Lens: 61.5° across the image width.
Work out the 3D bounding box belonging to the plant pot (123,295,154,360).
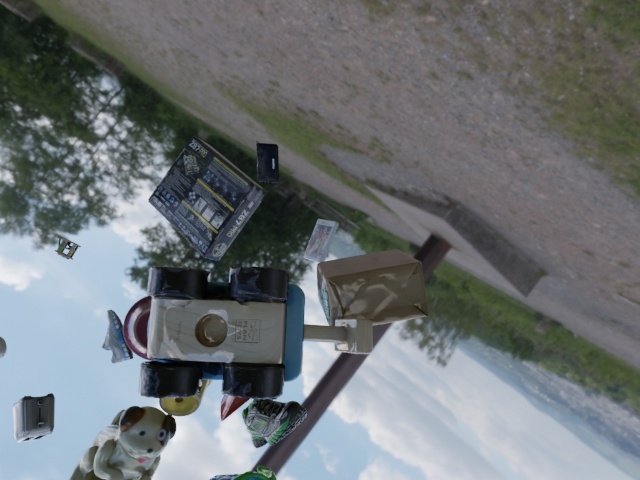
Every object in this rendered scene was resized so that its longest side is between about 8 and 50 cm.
[{"bbox_3d":[-0.480,0.257,1.586,0.201,0.201,0.180,36,164,-8],"label":"plant pot"}]

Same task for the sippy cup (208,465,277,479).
[{"bbox_3d":[-0.307,0.924,1.888,0.306,0.239,0.224,18,159,-40],"label":"sippy cup"}]

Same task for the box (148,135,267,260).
[{"bbox_3d":[-0.428,-0.163,1.996,0.395,0.318,0.097,38,-173,30],"label":"box"}]

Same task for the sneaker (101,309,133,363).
[{"bbox_3d":[-0.699,0.324,1.806,0.071,0.083,0.190,90,156,-67],"label":"sneaker"}]

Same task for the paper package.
[{"bbox_3d":[0.149,0.147,1.696,0.325,0.310,0.168,-131,31,-81],"label":"paper package"}]

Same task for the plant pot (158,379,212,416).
[{"bbox_3d":[-0.570,0.581,2.226,0.254,0.254,0.239,36,-162,-23],"label":"plant pot"}]

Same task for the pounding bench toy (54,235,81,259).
[{"bbox_3d":[-0.929,0.026,1.948,0.083,0.065,0.052,24,167,12],"label":"pounding bench toy"}]

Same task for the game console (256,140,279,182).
[{"bbox_3d":[-0.169,-0.251,1.707,0.107,0.122,0.071,6,-160,21],"label":"game console"}]

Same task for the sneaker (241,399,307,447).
[{"bbox_3d":[-0.167,0.567,1.721,0.146,0.134,0.343,56,140,4],"label":"sneaker"}]

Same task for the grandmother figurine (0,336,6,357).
[{"bbox_3d":[-1.094,0.336,1.539,0.343,0.104,0.208,-8,-138,-38],"label":"grandmother figurine"}]

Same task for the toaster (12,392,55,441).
[{"bbox_3d":[-1.086,0.672,2.033,0.129,0.227,0.146,7,-117,-41],"label":"toaster"}]

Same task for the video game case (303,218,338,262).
[{"bbox_3d":[0.000,0.000,2.489,0.023,0.201,0.183,23,176,-27],"label":"video game case"}]

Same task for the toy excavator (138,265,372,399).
[{"bbox_3d":[-0.101,0.182,1.097,0.433,0.222,0.445,1,172,2],"label":"toy excavator"}]

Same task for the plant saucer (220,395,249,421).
[{"bbox_3d":[-0.179,0.385,1.563,0.048,0.258,0.259,44,-133,15],"label":"plant saucer"}]

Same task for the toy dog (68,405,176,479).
[{"bbox_3d":[-0.756,0.835,2.181,0.285,0.408,0.395,35,-150,-22],"label":"toy dog"}]
